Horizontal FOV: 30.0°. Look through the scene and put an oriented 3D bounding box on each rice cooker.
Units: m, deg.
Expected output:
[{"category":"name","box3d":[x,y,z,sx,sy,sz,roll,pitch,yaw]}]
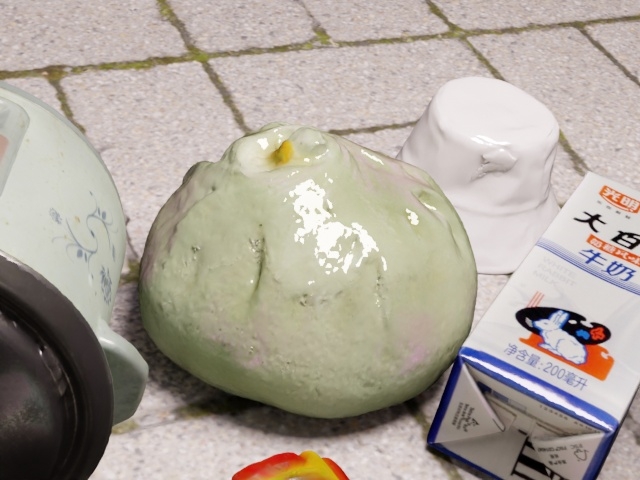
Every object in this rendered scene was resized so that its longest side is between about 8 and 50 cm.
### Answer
[{"category":"rice cooker","box3d":[-0.259,0.046,0.766,0.317,0.264,0.316,17,34,-12]}]

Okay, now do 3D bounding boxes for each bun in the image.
[{"category":"bun","box3d":[0.000,0.000,0.949,0.283,0.179,0.283,9,38,-7]}]

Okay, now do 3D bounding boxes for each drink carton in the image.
[{"category":"drink carton","box3d":[0.214,0.070,0.975,0.131,0.106,0.315,26,40,16]}]

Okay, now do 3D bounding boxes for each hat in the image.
[{"category":"hat","box3d":[0.150,-0.074,1.120,0.203,0.126,0.203,10,37,-7]}]

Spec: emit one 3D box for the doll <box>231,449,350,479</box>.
[{"category":"doll","box3d":[0.049,0.261,0.652,0.183,0.160,0.363,-10,43,-35]}]
